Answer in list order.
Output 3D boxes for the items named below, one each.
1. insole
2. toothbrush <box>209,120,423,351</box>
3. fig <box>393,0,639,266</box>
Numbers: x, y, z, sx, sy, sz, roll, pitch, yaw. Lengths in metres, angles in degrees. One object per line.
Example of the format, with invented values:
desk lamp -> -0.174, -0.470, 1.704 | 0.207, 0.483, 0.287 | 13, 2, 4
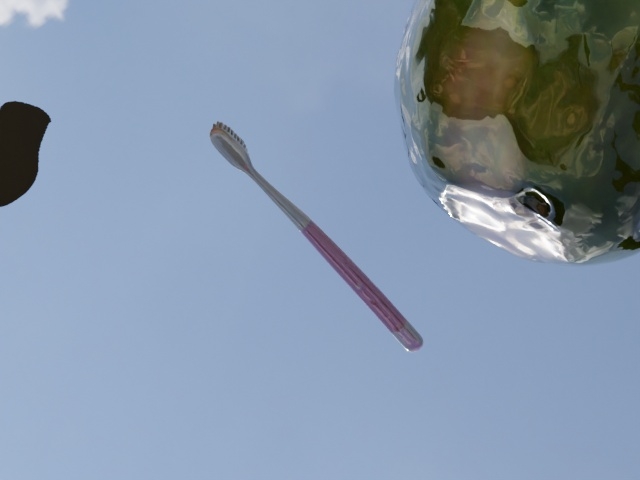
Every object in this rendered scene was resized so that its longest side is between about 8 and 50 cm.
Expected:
insole -> -0.195, -0.055, 0.897 | 0.135, 0.045, 0.002 | -88, -162, -58
toothbrush -> 0.000, 0.000, 1.260 | 0.020, 0.286, 0.025 | -34, -155, 20
fig -> 0.127, -0.119, 0.708 | 0.206, 0.275, 0.206 | -5, -124, 8
